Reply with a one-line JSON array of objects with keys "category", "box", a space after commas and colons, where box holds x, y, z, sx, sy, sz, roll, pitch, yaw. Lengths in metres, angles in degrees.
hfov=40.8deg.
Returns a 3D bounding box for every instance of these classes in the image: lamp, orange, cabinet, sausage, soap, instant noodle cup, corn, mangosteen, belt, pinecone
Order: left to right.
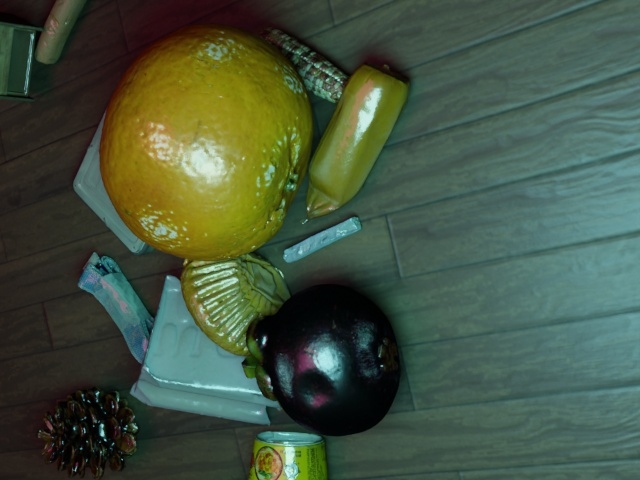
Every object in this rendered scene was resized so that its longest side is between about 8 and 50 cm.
[{"category": "cabinet", "box": [-0.756, -0.431, 1.979, 0.215, 0.148, 0.175, 30, 113, 46]}, {"category": "sausage", "box": [-0.564, -0.520, 1.931, 0.066, 0.066, 0.301, 48, 118, 18]}, {"category": "pinecone", "box": [-0.533, 0.445, 1.958, 0.221, 0.221, 0.221, 5, 99, 32]}, {"category": "belt", "box": [-0.438, 0.154, 1.924, 0.302, 0.087, 0.072, 48, 122, 18]}, {"category": "lamp", "box": [-0.418, -0.143, 1.895, 0.266, 0.047, 0.269, 42, 116, 23]}, {"category": "soap", "box": [-0.217, 0.223, 1.783, 0.302, 0.258, 0.159, 13, 144, -7]}, {"category": "orange", "box": [-0.184, -0.164, 1.522, 0.326, 0.424, 0.424, 26, 110, 20]}, {"category": "instant noodle cup", "box": [-0.062, 0.453, 1.680, 0.182, 0.182, 0.144, 0, 87, 33]}, {"category": "corn", "box": [-0.035, -0.324, 1.611, 0.237, 0.079, 0.079, 36, 114, 21]}, {"category": "mangosteen", "box": [-0.008, 0.218, 1.550, 0.302, 0.275, 0.275, -10, 91, 27]}, {"category": "sausage", "box": [0.050, -0.164, 1.555, 0.112, 0.112, 0.328, 37, 115, 23]}]

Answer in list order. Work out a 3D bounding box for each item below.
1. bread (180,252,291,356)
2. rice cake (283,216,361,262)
[{"category": "bread", "box": [-0.164, 0.110, 1.660, 0.139, 0.240, 0.240, -31, 80, 21]}, {"category": "rice cake", "box": [0.000, 0.000, 1.647, 0.180, 0.042, 0.030, -26, 85, 33]}]
